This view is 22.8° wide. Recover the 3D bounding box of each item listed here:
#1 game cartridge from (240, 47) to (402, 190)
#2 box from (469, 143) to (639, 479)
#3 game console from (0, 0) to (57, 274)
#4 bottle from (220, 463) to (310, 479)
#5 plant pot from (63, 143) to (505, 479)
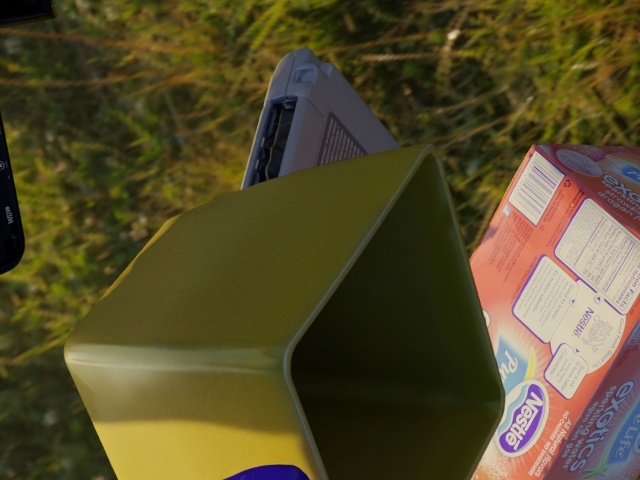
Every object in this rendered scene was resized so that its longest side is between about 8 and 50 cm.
[{"bbox_3d":[0.000,0.000,1.421,0.060,0.294,0.196,-12,141,35],"label":"game cartridge"},{"bbox_3d":[0.186,0.090,1.205,0.154,0.142,0.300,45,122,36],"label":"box"},{"bbox_3d":[-0.339,-0.143,1.470,0.213,0.044,0.361,-10,94,0],"label":"game console"},{"bbox_3d":[-0.118,0.213,0.803,0.282,0.092,0.118,-23,106,6],"label":"bottle"},{"bbox_3d":[-0.027,0.083,0.974,0.187,0.212,0.212,1,126,30],"label":"plant pot"}]
